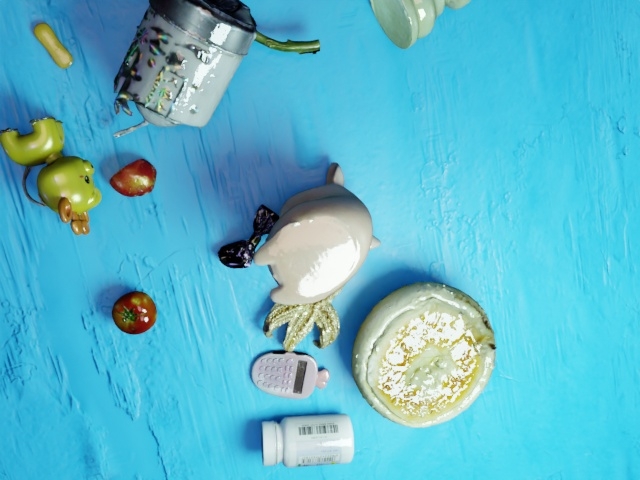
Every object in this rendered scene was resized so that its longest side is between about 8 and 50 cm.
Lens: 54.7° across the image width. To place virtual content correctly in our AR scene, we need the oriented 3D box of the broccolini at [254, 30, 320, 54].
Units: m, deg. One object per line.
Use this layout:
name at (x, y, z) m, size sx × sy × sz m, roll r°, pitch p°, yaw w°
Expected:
broccolini at (-0.114, -0.436, 1.157) m, size 0.271 × 0.062 × 0.123 m, roll 24°, pitch 110°, yaw -7°

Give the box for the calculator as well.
calculator at (-0.063, 0.283, 1.308) m, size 0.166 × 0.024 × 0.103 m, roll 10°, pitch 97°, yaw -8°

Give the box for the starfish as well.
starfish at (-0.023, 0.117, 1.267) m, size 0.238 × 0.071 × 0.216 m, roll -45°, pitch 109°, yaw -6°

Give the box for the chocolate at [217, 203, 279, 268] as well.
chocolate at (-0.137, -0.002, 1.233) m, size 0.147 × 0.072 × 0.070 m, roll -51°, pitch 144°, yaw 10°

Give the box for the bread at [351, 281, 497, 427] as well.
bread at (0.208, 0.229, 1.274) m, size 0.306 × 0.159 × 0.305 m, roll -1°, pitch 98°, yaw -6°

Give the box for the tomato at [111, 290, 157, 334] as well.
tomato at (-0.361, 0.141, 1.211) m, size 0.087 × 0.075 × 0.087 m, roll 1°, pitch 99°, yaw 6°

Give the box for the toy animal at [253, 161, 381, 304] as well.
toy animal at (-0.001, -0.001, 1.157) m, size 0.213 × 0.256 × 0.195 m, roll -26°, pitch 107°, yaw 7°

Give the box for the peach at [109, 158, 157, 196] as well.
peach at (-0.359, -0.120, 1.179) m, size 0.083 × 0.050 × 0.077 m, roll 8°, pitch 97°, yaw -7°

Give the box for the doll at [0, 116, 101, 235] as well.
doll at (-0.477, -0.110, 1.121) m, size 0.135 × 0.143 × 0.221 m, roll -25°, pitch 95°, yaw -6°

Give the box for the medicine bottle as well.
medicine bottle at (-0.029, 0.419, 1.296) m, size 0.187 × 0.103 × 0.102 m, roll -1°, pitch 100°, yaw -10°

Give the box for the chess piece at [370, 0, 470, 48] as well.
chess piece at (0.233, -0.490, 1.173) m, size 0.251 × 0.144 × 0.144 m, roll -32°, pitch 103°, yaw -7°

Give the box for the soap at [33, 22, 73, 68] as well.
soap at (-0.489, -0.357, 1.134) m, size 0.034 × 0.012 × 0.089 m, roll -35°, pitch 103°, yaw -3°

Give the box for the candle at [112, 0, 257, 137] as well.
candle at (-0.258, -0.292, 1.091) m, size 0.187 × 0.187 × 0.330 m, roll 29°, pitch 111°, yaw -13°
